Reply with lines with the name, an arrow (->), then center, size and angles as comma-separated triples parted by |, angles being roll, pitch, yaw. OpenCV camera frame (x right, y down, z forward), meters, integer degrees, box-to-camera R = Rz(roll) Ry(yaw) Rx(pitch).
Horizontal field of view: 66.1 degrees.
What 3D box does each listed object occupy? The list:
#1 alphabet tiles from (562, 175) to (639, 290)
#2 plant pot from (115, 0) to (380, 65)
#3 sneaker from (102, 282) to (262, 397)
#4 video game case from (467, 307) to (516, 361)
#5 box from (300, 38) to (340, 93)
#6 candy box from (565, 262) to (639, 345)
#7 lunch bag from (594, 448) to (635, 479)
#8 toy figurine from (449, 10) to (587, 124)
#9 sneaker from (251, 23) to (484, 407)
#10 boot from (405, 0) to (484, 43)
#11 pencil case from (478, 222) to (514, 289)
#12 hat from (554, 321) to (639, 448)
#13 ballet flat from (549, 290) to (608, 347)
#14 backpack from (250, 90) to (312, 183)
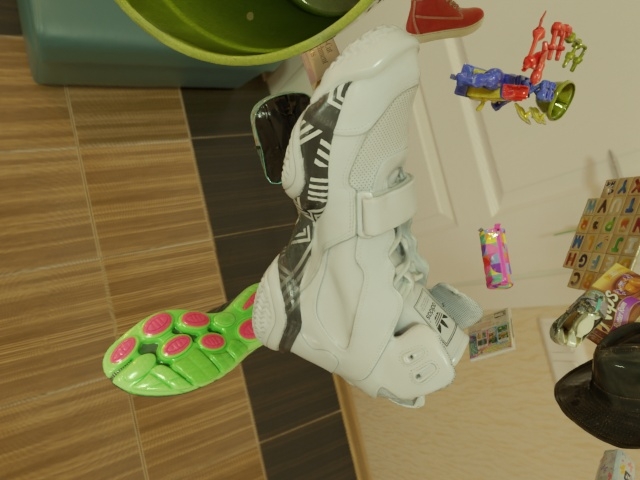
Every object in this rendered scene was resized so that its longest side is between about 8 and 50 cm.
alphabet tiles -> 0.806, -0.017, 1.386 | 0.011, 0.285, 0.342 | 20, 91, -7
plant pot -> -0.026, -0.397, 0.577 | 0.366, 0.367, 0.353 | 58, 25, -7
sneaker -> -0.259, 0.242, 1.115 | 0.483, 0.202, 0.185 | -11, 61, -54
video game case -> 0.538, 0.299, 1.559 | 0.019, 0.157, 0.143 | 32, 47, -27
box -> 0.027, -0.226, 0.794 | 0.067, 0.063, 0.323 | -20, 61, 8
candy box -> 0.617, 0.138, 1.038 | 0.187, 0.109, 0.053 | -32, 138, -22
lunch bag -> 0.486, 0.394, 0.814 | 0.071, 0.053, 0.083 | -55, 142, -33
toy figurine -> 0.390, -0.353, 1.037 | 0.363, 0.217, 0.191 | -16, 118, -49
sneaker -> 0.069, 0.007, 0.469 | 0.210, 0.365, 0.137 | 29, 35, 16
boot -> 0.348, -0.644, 1.325 | 0.245, 0.176, 0.088 | -18, 46, -16
pencil case -> 0.645, 0.063, 1.810 | 0.105, 0.104, 0.236 | 7, 69, -28
hat -> 0.598, 0.230, 0.902 | 0.332, 0.331, 0.133 | -26, 106, -30
ballet flat -> 0.306, 0.105, 0.592 | 0.041, 0.114, 0.041 | 2, 49, -2
backpack -> -0.071, -0.241, 1.110 | 0.166, 0.144, 0.188 | -17, 117, -3
